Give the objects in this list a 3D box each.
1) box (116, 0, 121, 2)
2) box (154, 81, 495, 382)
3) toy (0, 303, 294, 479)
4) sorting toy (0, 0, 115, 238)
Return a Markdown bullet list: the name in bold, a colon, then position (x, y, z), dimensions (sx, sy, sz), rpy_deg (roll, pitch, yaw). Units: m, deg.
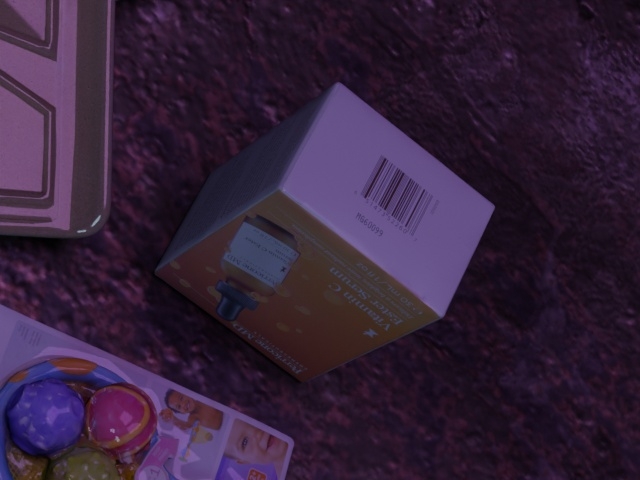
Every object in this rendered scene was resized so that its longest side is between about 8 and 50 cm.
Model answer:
- **box**: position (-0.157, -0.223, 1.219), dimensions (0.186, 0.038, 0.145), rpy_deg (-25, 99, -35)
- **box**: position (0.000, 0.000, 1.168), dimensions (0.130, 0.170, 0.091), rpy_deg (37, 57, -15)
- **toy**: position (-0.125, 0.129, 1.120), dimensions (0.237, 0.056, 0.137), rpy_deg (28, 60, -20)
- **sorting toy**: position (-0.238, -0.158, 1.129), dimensions (0.229, 0.041, 0.307), rpy_deg (3, 84, -22)
